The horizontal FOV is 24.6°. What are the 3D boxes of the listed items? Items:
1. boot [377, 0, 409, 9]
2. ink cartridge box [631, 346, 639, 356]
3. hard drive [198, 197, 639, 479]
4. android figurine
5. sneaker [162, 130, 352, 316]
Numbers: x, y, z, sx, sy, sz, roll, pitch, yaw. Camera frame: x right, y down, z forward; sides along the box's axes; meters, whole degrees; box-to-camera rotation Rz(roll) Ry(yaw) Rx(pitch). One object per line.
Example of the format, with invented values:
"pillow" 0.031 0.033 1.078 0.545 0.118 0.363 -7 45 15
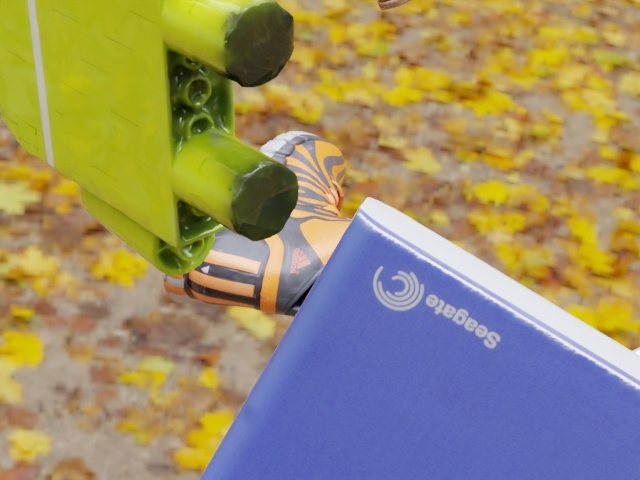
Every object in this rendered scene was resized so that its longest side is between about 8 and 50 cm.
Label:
"boot" 0.080 -0.326 1.356 0.152 0.197 0.073 43 -10 -29
"ink cartridge box" 0.313 0.170 1.066 0.275 0.060 0.239 -25 59 -7
"hard drive" 0.036 0.163 0.792 0.210 0.318 0.040 31 21 3
"android figurine" -0.111 -0.105 0.777 0.056 0.248 0.273 -23 36 -32
"sneaker" 0.000 0.000 1.350 0.180 0.124 0.321 15 28 17
